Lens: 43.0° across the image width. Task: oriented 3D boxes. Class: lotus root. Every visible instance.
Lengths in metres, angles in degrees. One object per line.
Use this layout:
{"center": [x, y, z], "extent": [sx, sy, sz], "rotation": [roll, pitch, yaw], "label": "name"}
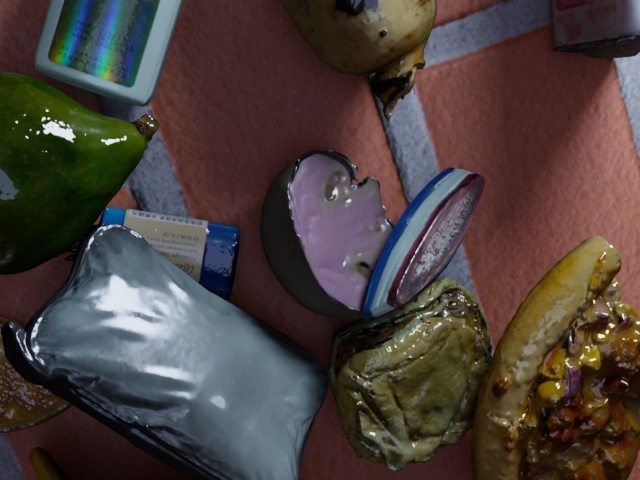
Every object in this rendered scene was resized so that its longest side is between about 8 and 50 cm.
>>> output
{"center": [0.030, -0.257, 0.824], "extent": [0.140, 0.154, 0.257], "rotation": [-40, 99, 6], "label": "lotus root"}

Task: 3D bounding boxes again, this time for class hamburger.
{"center": [0.100, 0.147, 0.929], "extent": [0.206, 0.130, 0.183], "rotation": [-25, 112, -18], "label": "hamburger"}

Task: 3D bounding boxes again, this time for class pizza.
{"center": [0.291, 0.193, 0.923], "extent": [0.278, 0.114, 0.409], "rotation": [6, 107, -29], "label": "pizza"}
{"center": [-0.342, 0.144, 0.890], "extent": [0.175, 0.046, 0.134], "rotation": [2, 100, -9], "label": "pizza"}

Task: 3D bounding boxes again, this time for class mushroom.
{"center": [0.000, 0.000, 0.884], "extent": [0.117, 0.141, 0.188], "rotation": [-17, 95, 37], "label": "mushroom"}

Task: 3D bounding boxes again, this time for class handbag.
{"center": [-0.136, 0.124, 0.814], "extent": [0.332, 0.191, 0.075], "rotation": [37, 137, -18], "label": "handbag"}

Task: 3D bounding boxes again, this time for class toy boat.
{"center": [0.116, 0.003, 0.877], "extent": [0.080, 0.046, 0.229], "rotation": [51, 53, -16], "label": "toy boat"}

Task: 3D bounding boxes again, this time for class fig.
{"center": [-0.279, -0.075, 0.790], "extent": [0.245, 0.195, 0.195], "rotation": [-13, 101, -1], "label": "fig"}

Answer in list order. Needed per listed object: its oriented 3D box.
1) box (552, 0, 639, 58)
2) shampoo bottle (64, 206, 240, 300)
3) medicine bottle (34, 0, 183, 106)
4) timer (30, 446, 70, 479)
{"center": [0.306, -0.375, 0.828], "extent": [0.112, 0.190, 0.369], "rotation": [-5, 99, -7], "label": "box"}
{"center": [-0.183, 0.013, 0.889], "extent": [0.183, 0.050, 0.087], "rotation": [8, 101, -10], "label": "shampoo bottle"}
{"center": [-0.199, -0.261, 0.825], "extent": [0.121, 0.083, 0.229], "rotation": [18, 96, -8], "label": "medicine bottle"}
{"center": [-0.160, 0.390, 0.805], "extent": [0.376, 0.376, 0.387], "rotation": [-27, 105, -3], "label": "timer"}
